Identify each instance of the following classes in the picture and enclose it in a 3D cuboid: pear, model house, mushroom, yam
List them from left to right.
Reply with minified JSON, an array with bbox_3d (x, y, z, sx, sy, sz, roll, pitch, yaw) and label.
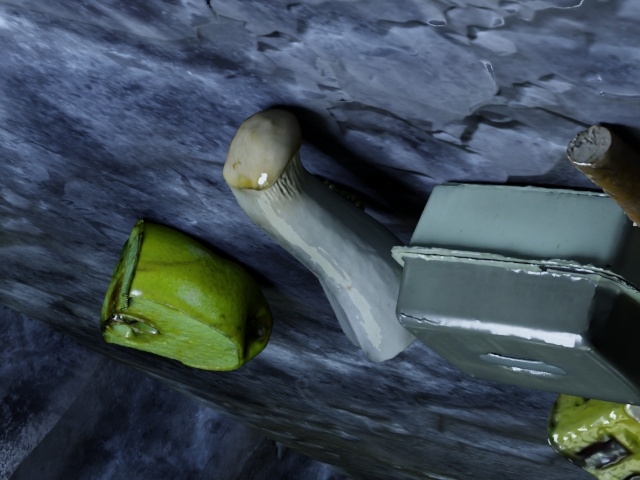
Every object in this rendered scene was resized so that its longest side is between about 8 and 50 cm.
[{"bbox_3d":[-0.185,0.086,2.154,0.255,0.164,0.238,19,155,-10],"label":"pear"},{"bbox_3d":[0.000,0.000,1.554,0.159,0.122,0.328,-7,133,40],"label":"mushroom"},{"bbox_3d":[0.306,-0.029,1.299,0.057,0.056,0.241,3,157,48],"label":"yam"},{"bbox_3d":[0.418,0.188,1.667,0.193,0.174,0.234,40,133,-13],"label":"model house"}]

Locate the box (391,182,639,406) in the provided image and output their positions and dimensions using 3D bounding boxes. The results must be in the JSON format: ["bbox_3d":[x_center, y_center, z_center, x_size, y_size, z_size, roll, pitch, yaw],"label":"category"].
[{"bbox_3d":[0.230,0.054,1.469,0.291,0.166,0.220,6,157,42],"label":"box"}]

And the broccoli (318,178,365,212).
[{"bbox_3d":[-0.005,-0.032,1.666,0.095,0.097,0.092,49,166,19],"label":"broccoli"}]
